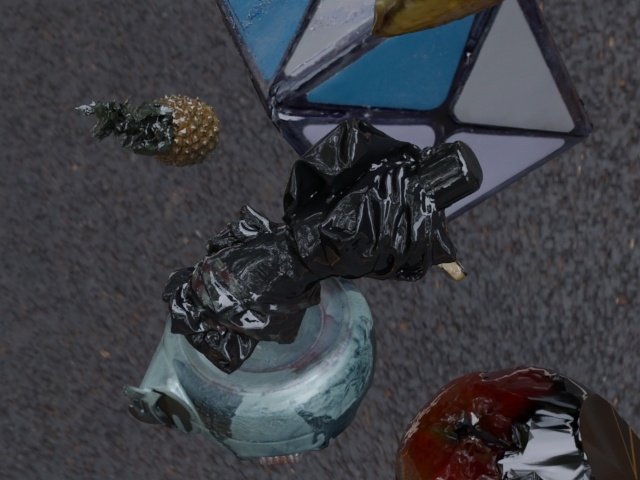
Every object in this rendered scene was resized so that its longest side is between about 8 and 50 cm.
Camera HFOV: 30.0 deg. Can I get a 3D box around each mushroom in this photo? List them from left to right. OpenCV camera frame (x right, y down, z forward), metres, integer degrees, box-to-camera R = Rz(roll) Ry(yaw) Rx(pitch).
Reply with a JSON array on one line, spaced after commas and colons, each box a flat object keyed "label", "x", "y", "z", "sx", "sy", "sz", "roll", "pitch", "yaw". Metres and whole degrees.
[{"label": "mushroom", "x": 0.109, "y": 0.005, "z": 1.184, "sx": 0.019, "sy": 0.049, "sz": 0.101, "roll": -39, "pitch": 59, "yaw": -2}]

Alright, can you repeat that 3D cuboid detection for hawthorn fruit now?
[{"label": "hawthorn fruit", "x": 0.239, "y": 0.291, "z": 1.412, "sx": 0.316, "sy": 0.316, "sz": 0.316, "roll": -4, "pitch": 66, "yaw": 9}]

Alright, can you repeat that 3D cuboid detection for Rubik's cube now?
[{"label": "Rubik's cube", "x": 0.086, "y": -0.217, "z": 1.362, "sx": 0.305, "sy": 0.310, "sz": 0.307, "roll": -30, "pitch": 46, "yaw": 8}]

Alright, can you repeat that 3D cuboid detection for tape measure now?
[{"label": "tape measure", "x": -0.068, "y": 0.135, "z": 1.453, "sx": 0.275, "sy": 0.147, "sz": 0.256, "roll": 10, "pitch": 53, "yaw": 14}]

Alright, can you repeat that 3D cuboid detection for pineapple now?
[{"label": "pineapple", "x": -0.246, "y": -0.171, "z": 1.761, "sx": 0.125, "sy": 0.251, "sz": 0.125, "roll": -1, "pitch": 87, "yaw": 27}]

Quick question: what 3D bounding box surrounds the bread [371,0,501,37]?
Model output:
[{"label": "bread", "x": 0.101, "y": -0.197, "z": 0.564, "sx": 0.134, "sy": 0.129, "sz": 0.260, "roll": 19, "pitch": 56, "yaw": -22}]

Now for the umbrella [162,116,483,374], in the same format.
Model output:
[{"label": "umbrella", "x": -0.001, "y": -0.001, "z": 0.907, "sx": 0.272, "sy": 0.110, "sz": 0.122, "roll": -30, "pitch": 74, "yaw": 27}]
